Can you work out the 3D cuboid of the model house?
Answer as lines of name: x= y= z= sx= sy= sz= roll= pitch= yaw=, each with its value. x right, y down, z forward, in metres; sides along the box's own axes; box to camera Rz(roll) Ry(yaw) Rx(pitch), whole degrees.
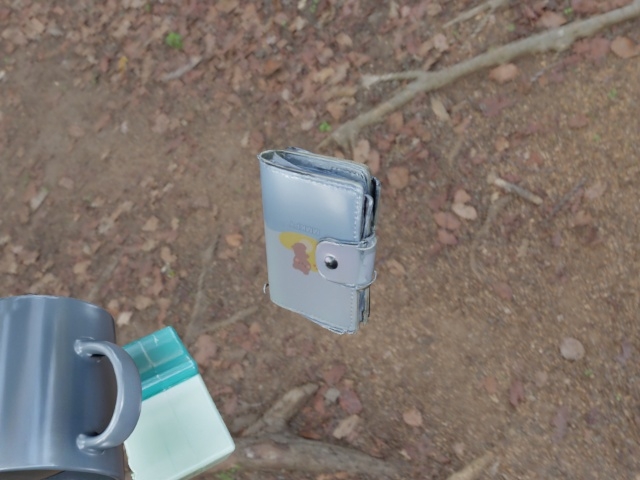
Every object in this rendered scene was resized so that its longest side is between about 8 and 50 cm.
model house: x=-0.160 y=0.168 z=0.838 sx=0.100 sy=0.127 sz=0.149 roll=-22 pitch=76 yaw=-17

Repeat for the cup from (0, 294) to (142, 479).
cup: x=-0.117 y=0.068 z=0.372 sx=0.100 sy=0.078 sz=0.077 roll=-20 pitch=61 yaw=28

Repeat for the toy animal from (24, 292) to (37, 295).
toy animal: x=-0.313 y=0.122 z=0.748 sx=0.116 sy=0.218 sz=0.179 roll=21 pitch=71 yaw=7

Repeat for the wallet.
wallet: x=0.000 y=0.000 z=1.085 sx=0.170 sy=0.231 sz=0.069 roll=19 pitch=38 yaw=26
